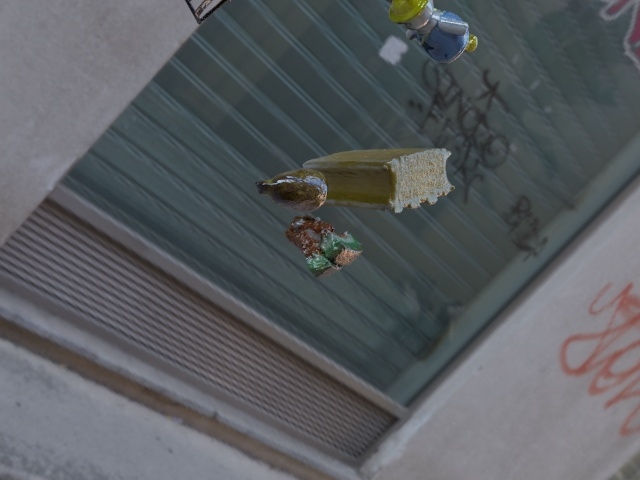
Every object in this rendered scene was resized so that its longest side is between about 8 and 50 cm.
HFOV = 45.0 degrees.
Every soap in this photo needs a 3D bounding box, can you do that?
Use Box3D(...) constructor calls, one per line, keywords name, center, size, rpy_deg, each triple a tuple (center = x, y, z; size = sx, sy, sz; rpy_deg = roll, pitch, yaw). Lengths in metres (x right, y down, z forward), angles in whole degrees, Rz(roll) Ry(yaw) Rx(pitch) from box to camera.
Box3D(name="soap", center=(0.162, -0.172, 2.154), size=(0.293, 0.156, 0.335), rpy_deg=(-19, 16, -40))

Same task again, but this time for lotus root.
Box3D(name="lotus root", center=(-0.063, -0.115, 1.779), size=(0.190, 0.108, 0.094), rpy_deg=(-4, 31, -47))

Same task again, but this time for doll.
Box3D(name="doll", center=(0.217, -0.432, 1.538), size=(0.241, 0.099, 0.135), rpy_deg=(30, 19, -42))

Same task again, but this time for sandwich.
Box3D(name="sandwich", center=(-0.001, 0.001, 1.653), size=(0.160, 0.109, 0.185), rpy_deg=(47, 7, 7))

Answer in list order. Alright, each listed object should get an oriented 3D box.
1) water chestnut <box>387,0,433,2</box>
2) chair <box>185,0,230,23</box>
Box3D(name="water chestnut", center=(0.193, -0.662, 1.696), size=(0.289, 0.289, 0.244), rpy_deg=(44, 13, 3))
Box3D(name="chair", center=(-0.305, -0.768, 2.221), size=(0.141, 0.260, 0.154), rpy_deg=(47, -3, 14))
